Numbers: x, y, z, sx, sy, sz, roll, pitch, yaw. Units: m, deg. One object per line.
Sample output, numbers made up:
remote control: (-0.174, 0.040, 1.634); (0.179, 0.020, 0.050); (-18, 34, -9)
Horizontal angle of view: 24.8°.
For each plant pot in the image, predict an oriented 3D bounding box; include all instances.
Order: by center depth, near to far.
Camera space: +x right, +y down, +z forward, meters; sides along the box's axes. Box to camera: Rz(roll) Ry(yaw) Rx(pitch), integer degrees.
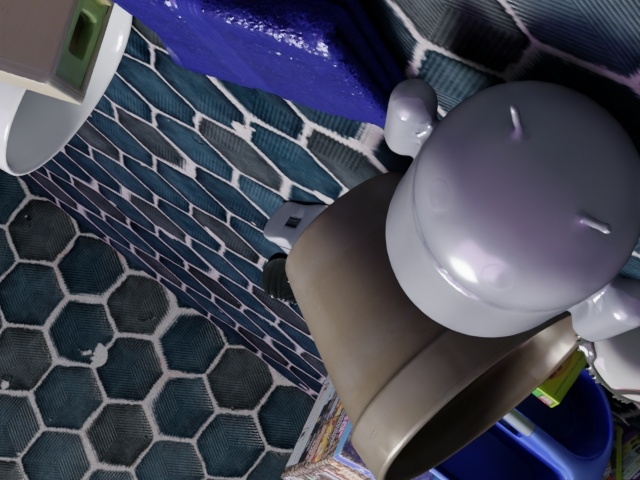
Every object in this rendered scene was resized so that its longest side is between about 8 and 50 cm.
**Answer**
plant pot: (0.112, 0.083, 1.712); (0.280, 0.323, 0.323); (50, 172, 19)

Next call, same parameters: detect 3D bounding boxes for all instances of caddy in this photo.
caddy: (0.229, 0.227, 1.972); (0.341, 0.241, 0.179); (37, 172, -3)

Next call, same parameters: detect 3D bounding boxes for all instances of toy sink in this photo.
toy sink: (-0.302, -0.287, 1.636); (0.131, 0.234, 0.153); (17, 178, 6)

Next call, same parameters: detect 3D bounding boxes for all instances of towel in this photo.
towel: (-0.062, -0.216, 1.497); (0.308, 0.076, 0.228); (20, 170, 30)

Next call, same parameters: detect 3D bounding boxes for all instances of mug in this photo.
mug: (-0.478, -0.247, 1.847); (0.328, 0.374, 0.276); (32, 156, 8)

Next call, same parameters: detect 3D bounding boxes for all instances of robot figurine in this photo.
robot figurine: (0.170, -0.024, 1.313); (0.300, 0.200, 0.353); (41, 168, 2)

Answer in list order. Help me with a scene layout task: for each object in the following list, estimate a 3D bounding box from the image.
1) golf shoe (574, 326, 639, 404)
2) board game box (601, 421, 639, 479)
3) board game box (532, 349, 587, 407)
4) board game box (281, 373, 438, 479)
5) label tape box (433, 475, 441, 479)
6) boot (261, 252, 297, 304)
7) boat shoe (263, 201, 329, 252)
golf shoe: (0.400, 0.145, 1.587); (0.273, 0.105, 0.120); (35, 153, -18)
board game box: (0.333, 0.381, 1.996); (0.056, 0.347, 0.208); (59, 162, -19)
board game box: (0.252, 0.121, 1.863); (0.181, 0.092, 0.043); (36, 166, 4)
board game box: (0.086, 0.271, 2.197); (0.141, 0.232, 0.291); (29, 158, -9)
label tape box: (0.258, 0.388, 2.461); (0.106, 0.240, 0.333); (34, 167, 14)
boot: (0.026, 0.074, 2.330); (0.247, 0.094, 0.207); (15, -176, 2)
boat shoe: (0.000, 0.000, 2.154); (0.084, 0.095, 0.258); (38, 179, -22)
